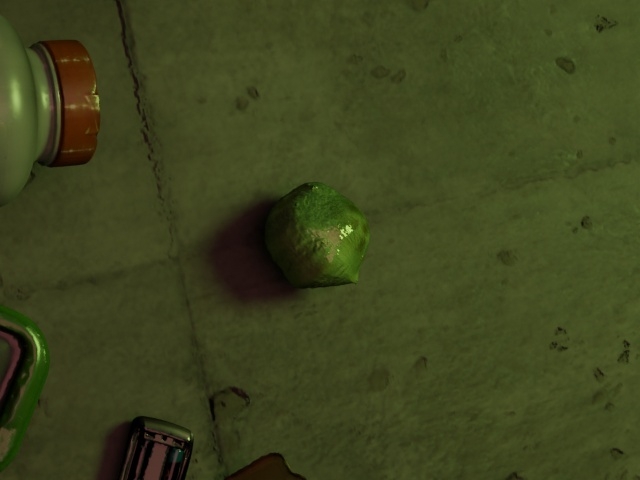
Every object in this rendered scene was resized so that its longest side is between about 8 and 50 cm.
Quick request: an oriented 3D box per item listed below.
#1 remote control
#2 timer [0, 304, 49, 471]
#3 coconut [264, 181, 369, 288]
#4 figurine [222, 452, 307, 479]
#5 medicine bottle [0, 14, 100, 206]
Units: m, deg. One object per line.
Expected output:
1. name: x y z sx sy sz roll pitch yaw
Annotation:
1. remote control: -0.152 0.247 1.475 0.059 0.028 0.212 19 78 -23
2. timer: -0.283 0.112 1.420 0.128 0.047 0.140 24 76 -19
3. coconut: 0.000 0.000 1.538 0.096 0.088 0.088 46 69 -8
4. figurine: 0.022 0.300 1.475 0.257 0.181 0.208 46 40 -21
5. medicine bottle: -0.315 -0.094 1.365 0.289 0.157 0.157 -6 87 -25
